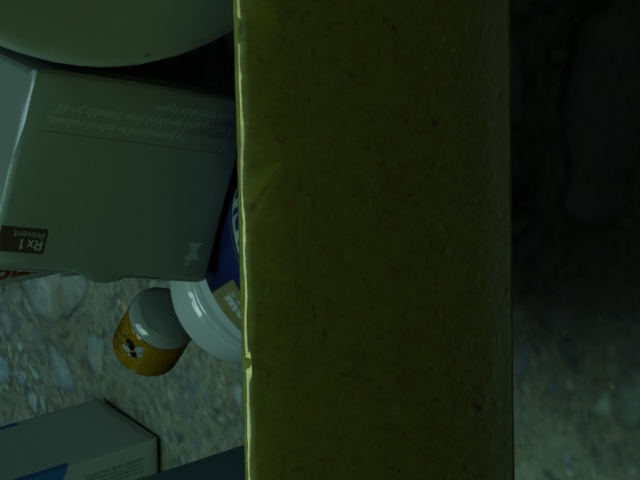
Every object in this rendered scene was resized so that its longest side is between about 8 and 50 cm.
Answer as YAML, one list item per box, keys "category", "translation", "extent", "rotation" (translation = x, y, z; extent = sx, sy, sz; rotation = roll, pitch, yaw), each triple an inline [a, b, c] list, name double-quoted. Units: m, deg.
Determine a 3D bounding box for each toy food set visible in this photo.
- category: "toy food set"
  translation: [-0.096, -0.048, 0.954]
  extent: [0.104, 0.111, 0.232]
  rotation: [-57, 46, 46]

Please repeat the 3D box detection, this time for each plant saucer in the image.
- category: "plant saucer"
  translation: [0.011, -0.043, 0.579]
  extent: [0.333, 0.081, 0.333]
  rotation: [-102, 10, -83]

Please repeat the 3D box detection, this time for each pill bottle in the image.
- category: "pill bottle"
  translation: [0.000, 0.000, 0.839]
  extent: [0.186, 0.112, 0.112]
  rotation: [-34, 73, 54]

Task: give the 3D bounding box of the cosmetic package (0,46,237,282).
- category: "cosmetic package"
  translation: [-0.158, -0.063, 0.852]
  extent: [0.238, 0.127, 0.107]
  rotation: [24, 105, 47]

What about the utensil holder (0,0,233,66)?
- category: "utensil holder"
  translation: [-0.186, -0.282, 0.827]
  extent: [0.385, 0.327, 0.328]
  rotation: [30, 125, 43]

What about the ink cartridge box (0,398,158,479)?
- category: "ink cartridge box"
  translation: [-0.192, 0.233, 1.163]
  extent: [0.086, 0.148, 0.203]
  rotation: [24, 121, 48]

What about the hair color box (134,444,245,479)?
- category: "hair color box"
  translation: [-0.071, 0.322, 1.053]
  extent: [0.185, 0.113, 0.374]
  rotation: [51, 139, 32]

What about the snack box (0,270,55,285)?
- category: "snack box"
  translation: [-0.152, -0.011, 0.992]
  extent: [0.064, 0.178, 0.022]
  rotation: [51, 137, 32]
